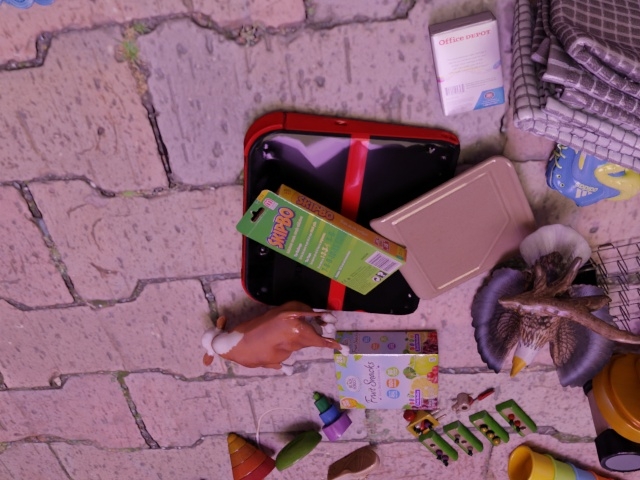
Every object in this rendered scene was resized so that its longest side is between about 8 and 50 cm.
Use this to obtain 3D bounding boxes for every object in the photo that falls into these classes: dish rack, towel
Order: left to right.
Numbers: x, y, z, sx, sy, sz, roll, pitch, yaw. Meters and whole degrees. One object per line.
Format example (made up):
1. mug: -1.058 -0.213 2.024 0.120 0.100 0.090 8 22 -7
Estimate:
1. towel: 0.383 -0.213 0.697 0.284 0.234 0.121 19 145 -6
2. dish rack: 0.579 0.085 0.999 0.272 0.074 0.208 -13 124 15

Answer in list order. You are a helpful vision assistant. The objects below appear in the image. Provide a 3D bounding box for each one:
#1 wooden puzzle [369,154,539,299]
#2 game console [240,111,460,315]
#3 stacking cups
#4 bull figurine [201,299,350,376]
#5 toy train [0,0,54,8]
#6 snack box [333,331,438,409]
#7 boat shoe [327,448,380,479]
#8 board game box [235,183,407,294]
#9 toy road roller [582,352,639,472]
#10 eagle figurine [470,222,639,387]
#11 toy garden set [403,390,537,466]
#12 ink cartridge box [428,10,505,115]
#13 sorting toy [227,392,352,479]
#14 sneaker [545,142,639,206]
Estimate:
1. wooden puzzle: 0.229 -0.016 0.956 0.239 0.044 0.221 -26 129 14
2. game console: 0.033 -0.028 0.994 0.342 0.060 0.386 4 127 -4
3. stacking cups: 0.597 0.576 1.348 0.316 0.096 0.096 23 125 -14
4. bull figurine: -0.093 0.193 1.103 0.189 0.101 0.310 21 150 -34
5. toy train: -0.445 -0.373 0.777 0.184 0.080 0.105 3 117 7
6. snack box: 0.138 0.271 1.182 0.207 0.070 0.174 -2 126 9
7. boat shoe: 0.091 0.561 1.406 0.059 0.063 0.170 36 131 -22
8. board game box: 0.000 0.000 0.933 0.260 0.039 0.124 25 139 -18
9. toy road roller: 0.665 0.305 1.043 0.330 0.202 0.240 11 138 -3
10. eagle figurine: 0.368 0.136 0.954 0.225 0.226 0.298 -31 154 6
11. toy garden set: 0.327 0.422 1.283 0.244 0.049 0.204 -32 117 25
12. ink cartridge box: 0.207 -0.250 0.809 0.089 0.052 0.122 -10 125 13
13. sorting toy: -0.098 0.462 1.347 0.366 0.127 0.126 -37 85 24
14. sneaker: 0.385 -0.134 0.850 0.126 0.091 0.240 -28 119 24
